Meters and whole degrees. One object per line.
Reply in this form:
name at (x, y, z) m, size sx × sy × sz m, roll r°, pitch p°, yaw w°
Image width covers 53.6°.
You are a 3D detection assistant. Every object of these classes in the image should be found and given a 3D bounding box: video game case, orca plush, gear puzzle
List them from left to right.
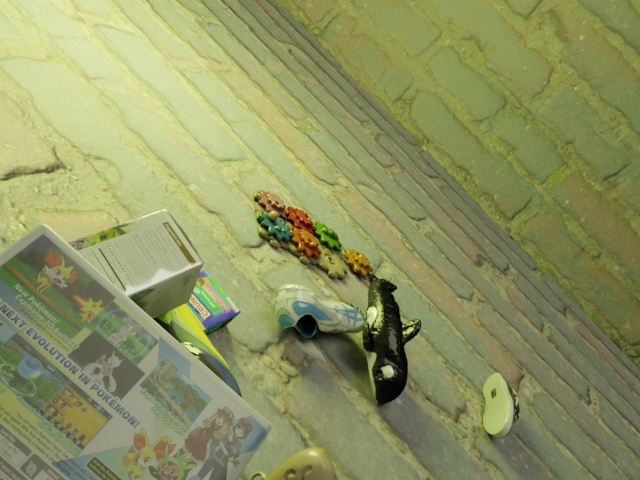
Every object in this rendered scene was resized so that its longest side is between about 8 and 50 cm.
video game case at (-0.250, 0.183, 0.586) m, size 0.329 × 0.036 × 0.300 m, roll 42°, pitch 51°, yaw -3°
gear puzzle at (0.000, 0.000, 1.413) m, size 0.338 × 0.044 × 0.176 m, roll 30°, pitch 28°, yaw -29°
orca plush at (0.150, 0.175, 1.224) m, size 0.287 × 0.102 × 0.151 m, roll -78°, pitch 151°, yaw -56°

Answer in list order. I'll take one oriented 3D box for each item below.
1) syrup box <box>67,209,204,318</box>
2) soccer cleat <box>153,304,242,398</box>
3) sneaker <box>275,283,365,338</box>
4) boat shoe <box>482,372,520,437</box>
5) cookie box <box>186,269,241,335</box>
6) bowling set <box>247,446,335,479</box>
syrup box at (-0.264, 0.058, 0.738) m, size 0.236 × 0.093 × 0.096 m, roll -26°, pitch 69°, yaw -38°
soccer cleat at (-0.199, 0.138, 0.862) m, size 0.289 × 0.093 × 0.121 m, roll 52°, pitch -5°, yaw 28°
sneaker at (0.000, 0.145, 1.159) m, size 0.237 × 0.085 × 0.086 m, roll 25°, pitch 64°, yaw -48°
boat shoe at (0.411, 0.374, 1.409) m, size 0.070 × 0.078 × 0.219 m, roll 41°, pitch 22°, yaw -3°
cookie box at (-0.187, 0.099, 0.965) m, size 0.092 × 0.040 × 0.107 m, roll 49°, pitch 25°, yaw 9°
bowling set at (0.020, 0.401, 0.721) m, size 0.200 × 0.154 × 0.287 m, roll 46°, pitch 12°, yaw -52°
